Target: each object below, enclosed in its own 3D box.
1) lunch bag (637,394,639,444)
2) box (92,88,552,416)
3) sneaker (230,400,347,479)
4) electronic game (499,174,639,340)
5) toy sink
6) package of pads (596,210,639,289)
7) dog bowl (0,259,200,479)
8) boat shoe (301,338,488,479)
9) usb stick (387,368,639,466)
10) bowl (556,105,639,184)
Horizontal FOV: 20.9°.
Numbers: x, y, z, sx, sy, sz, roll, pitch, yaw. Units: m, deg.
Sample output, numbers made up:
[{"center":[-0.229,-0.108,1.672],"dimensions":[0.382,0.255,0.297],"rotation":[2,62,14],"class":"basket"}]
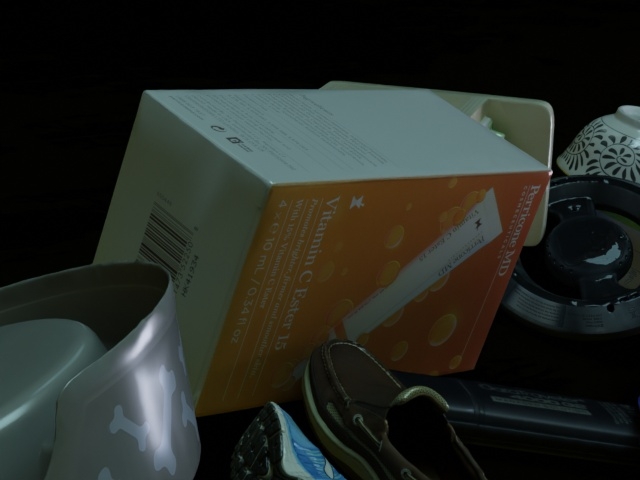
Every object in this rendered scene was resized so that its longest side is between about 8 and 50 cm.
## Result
[{"center":[0.397,0.161,1.511],"dimensions":[0.221,0.138,0.293],"rotation":[37,32,-3],"class":"lunch bag"},{"center":[0.000,0.000,1.478],"dimensions":[0.345,0.215,0.168],"rotation":[-5,33,-45],"class":"box"},{"center":[-0.013,0.183,1.272],"dimensions":[0.073,0.063,0.162],"rotation":[26,20,-34],"class":"sneaker"},{"center":[0.274,0.014,1.773],"dimensions":[0.229,0.048,0.229],"rotation":[-3,45,3],"class":"electronic game"},{"center":[0.100,-0.061,1.704],"dimensions":[0.234,0.152,0.131],"rotation":[8,19,15],"class":"toy sink"},{"center":[0.422,0.032,1.890],"dimensions":[0.296,0.101,0.229],"rotation":[31,25,28],"class":"package of pads"},{"center":[-0.222,0.130,0.925],"dimensions":[0.349,0.102,0.349],"rotation":[-21,14,5],"class":"dog bowl"},{"center":[0.067,0.146,1.313],"dimensions":[0.095,0.095,0.257],"rotation":[3,34,-31],"class":"boat shoe"},{"center":[0.171,0.153,1.485],"dimensions":[0.278,0.045,0.077],"rotation":[10,17,-22],"class":"usb stick"},{"center":[0.353,-0.100,1.917],"dimensions":[0.170,0.080,0.170],"rotation":[12,19,-4],"class":"bowl"}]
